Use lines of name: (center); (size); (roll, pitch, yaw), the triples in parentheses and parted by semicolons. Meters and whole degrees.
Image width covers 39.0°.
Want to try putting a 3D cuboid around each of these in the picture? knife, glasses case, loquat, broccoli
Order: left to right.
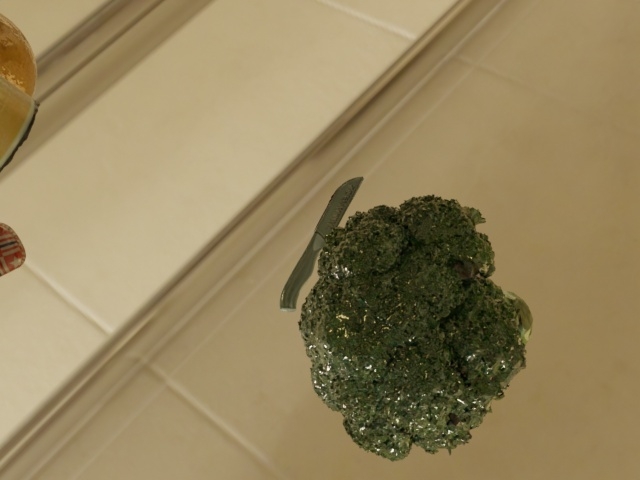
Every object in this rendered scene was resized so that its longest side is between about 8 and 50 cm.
glasses case: (-0.455, 0.038, 1.094); (0.073, 0.194, 0.049); (64, -174, -9)
loquat: (-0.495, -0.223, 1.224); (0.208, 0.208, 0.208); (39, 160, 16)
knife: (-0.001, 0.000, 1.138); (0.028, 0.210, 0.015); (27, 159, 2)
broccoli: (0.112, 0.086, 0.926); (0.270, 0.270, 0.270); (0, 90, 51)

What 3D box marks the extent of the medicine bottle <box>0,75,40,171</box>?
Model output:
medicine bottle: (-0.393, -0.182, 0.602); (0.426, 0.108, 0.108); (37, 168, -31)
